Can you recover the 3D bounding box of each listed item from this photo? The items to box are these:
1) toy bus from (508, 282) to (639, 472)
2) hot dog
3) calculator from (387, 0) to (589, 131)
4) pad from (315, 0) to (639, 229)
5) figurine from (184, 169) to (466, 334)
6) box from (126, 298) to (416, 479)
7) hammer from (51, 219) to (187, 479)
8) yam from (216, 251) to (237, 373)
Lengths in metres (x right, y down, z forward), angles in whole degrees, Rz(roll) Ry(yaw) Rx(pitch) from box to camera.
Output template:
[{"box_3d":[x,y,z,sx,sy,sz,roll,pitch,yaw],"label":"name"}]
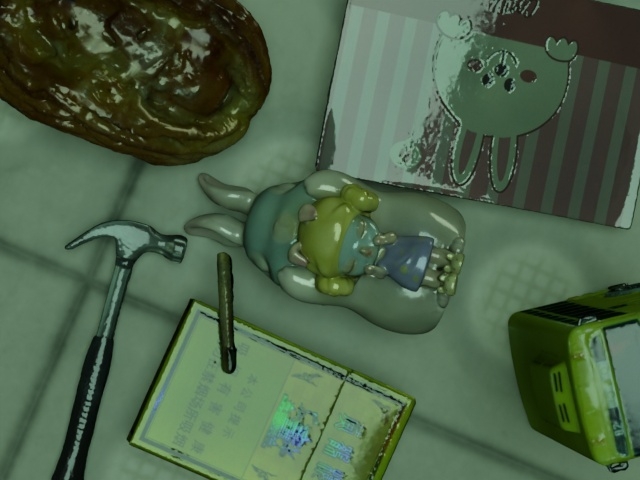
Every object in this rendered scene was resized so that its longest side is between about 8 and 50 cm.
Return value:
[{"box_3d":[0.252,0.112,1.533,0.150,0.262,0.128,-12,92,-5],"label":"toy bus"},{"box_3d":[-0.166,-0.164,1.545,0.259,0.114,0.175,22,88,-7],"label":"hot dog"},{"box_3d":[0.149,-0.193,1.628,0.121,0.039,0.210,43,85,-5],"label":"calculator"},{"box_3d":[0.157,-0.132,1.608,0.300,0.005,0.202,11,91,-11],"label":"pad"},{"box_3d":[0.000,0.000,1.555,0.236,0.155,0.127,15,102,-3],"label":"figurine"},{"box_3d":[-0.043,0.158,1.589,0.220,0.064,0.141,24,84,-6],"label":"box"},{"box_3d":[-0.200,0.100,1.586,0.103,0.029,0.246,17,89,-8],"label":"hammer"},{"box_3d":[-0.080,0.062,1.549,0.014,0.014,0.107,-2,81,-8],"label":"yam"}]
